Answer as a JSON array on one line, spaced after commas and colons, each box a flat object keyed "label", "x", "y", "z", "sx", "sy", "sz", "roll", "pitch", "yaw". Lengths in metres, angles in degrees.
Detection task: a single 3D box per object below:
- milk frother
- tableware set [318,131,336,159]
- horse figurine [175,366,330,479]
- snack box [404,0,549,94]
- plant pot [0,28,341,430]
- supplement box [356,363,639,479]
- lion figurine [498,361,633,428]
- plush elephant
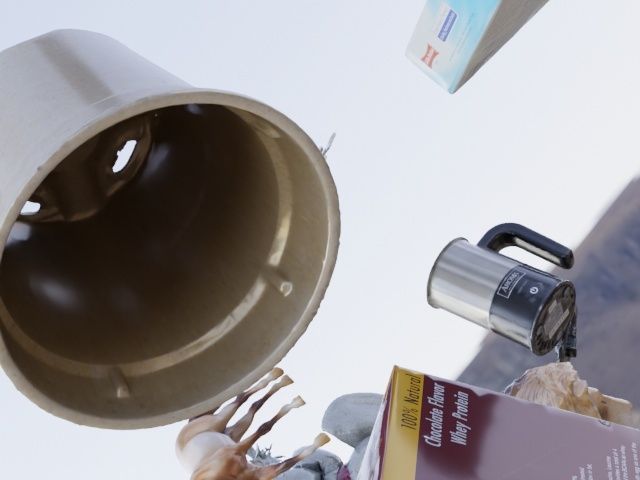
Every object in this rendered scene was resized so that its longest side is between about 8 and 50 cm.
[{"label": "milk frother", "x": 0.203, "y": 0.069, "z": 1.651, "sx": 0.129, "sy": 0.135, "sz": 0.143, "roll": -39, "pitch": -40, "yaw": -35}, {"label": "tableware set", "x": -0.041, "y": -0.076, "z": 1.980, "sx": 0.128, "sy": 0.039, "sz": 0.194, "roll": -52, "pitch": 7, "yaw": 20}, {"label": "horse figurine", "x": -0.092, "y": 0.207, "z": 1.608, "sx": 0.174, "sy": 0.066, "sz": 0.263, "roll": -37, "pitch": 23, "yaw": -2}, {"label": "snack box", "x": 0.207, "y": -0.271, "z": 1.248, "sx": 0.322, "sy": 0.060, "sz": 0.187, "roll": -45, "pitch": -8, "yaw": -19}, {"label": "plant pot", "x": -0.196, "y": -0.045, "z": 1.460, "sx": 0.334, "sy": 0.305, "sz": 0.333, "roll": -15, "pitch": -56, "yaw": -23}, {"label": "supplement box", "x": 0.115, "y": 0.201, "z": 0.959, "sx": 0.191, "sy": 0.194, "sz": 0.129, "roll": -77, "pitch": 3, "yaw": -62}, {"label": "lion figurine", "x": 0.153, "y": 0.244, "z": 1.541, "sx": 0.142, "sy": 0.240, "sz": 0.392, "roll": -23, "pitch": 7, "yaw": -36}, {"label": "plush elephant", "x": 0.052, "y": 0.368, "z": 2.202, "sx": 0.255, "sy": 0.272, "sz": 0.330, "roll": -15, "pitch": -47, "yaw": 8}]
